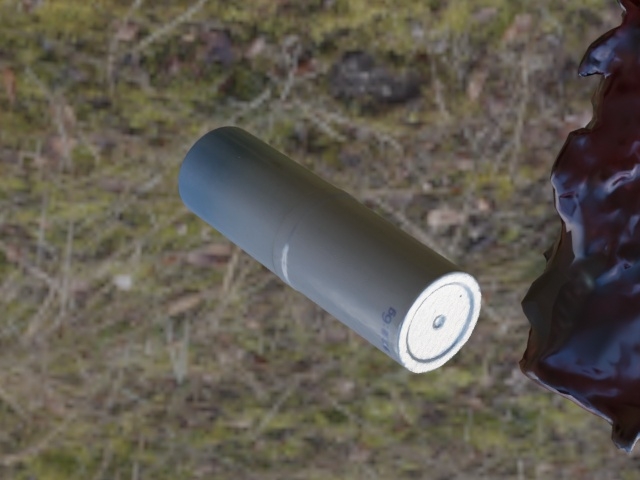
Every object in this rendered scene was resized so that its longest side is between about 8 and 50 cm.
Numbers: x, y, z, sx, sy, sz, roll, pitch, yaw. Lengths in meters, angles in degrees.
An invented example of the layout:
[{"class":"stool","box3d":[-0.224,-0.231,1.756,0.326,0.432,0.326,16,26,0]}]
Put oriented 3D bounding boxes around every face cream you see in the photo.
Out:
[{"class":"face cream","box3d":[0.000,0.000,1.020,0.250,0.077,0.077,35,177,40]}]

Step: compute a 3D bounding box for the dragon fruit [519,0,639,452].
[{"class":"dragon fruit","box3d":[0.284,-0.025,0.713,0.329,0.286,0.228,16,-171,9]}]
